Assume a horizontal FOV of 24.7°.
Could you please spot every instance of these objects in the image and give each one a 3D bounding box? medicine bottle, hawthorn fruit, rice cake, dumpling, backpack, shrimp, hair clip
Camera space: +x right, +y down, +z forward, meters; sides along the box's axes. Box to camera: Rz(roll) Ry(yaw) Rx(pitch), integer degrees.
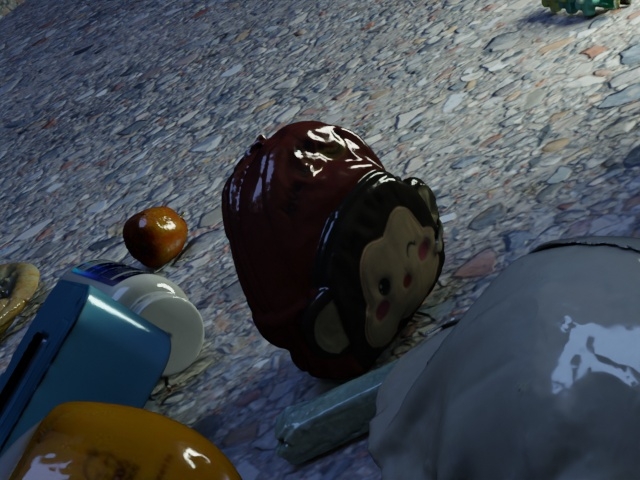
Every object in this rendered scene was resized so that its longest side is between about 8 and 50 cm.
[{"bbox_3d":[-0.194,0.081,1.475,0.107,0.107,0.191,-37,24,-22],"label":"medicine bottle"},{"bbox_3d":[-0.195,-0.005,1.728,0.077,0.077,0.077,-24,22,10],"label":"hawthorn fruit"},{"bbox_3d":[0.074,0.114,1.171,0.245,0.042,0.045,-25,19,7],"label":"rice cake"},{"bbox_3d":[0.157,0.117,0.898,0.341,0.181,0.260,16,54,31],"label":"dumpling"},{"bbox_3d":[0.002,-0.001,1.277,0.139,0.229,0.229,-13,25,41],"label":"backpack"},{"bbox_3d":[-0.421,0.095,1.790,0.145,0.059,0.254,-11,20,14],"label":"shrimp"},{"bbox_3d":[0.320,-0.308,1.828,0.049,0.049,0.173,-35,24,-18],"label":"hair clip"}]

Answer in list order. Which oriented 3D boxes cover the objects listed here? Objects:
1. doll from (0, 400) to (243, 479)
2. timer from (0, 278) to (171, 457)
[{"bbox_3d":[-0.146,0.235,1.008,0.213,0.236,0.213,5,51,-6],"label":"doll"},{"bbox_3d":[-0.251,0.154,1.334,0.231,0.091,0.250,-61,19,-7],"label":"timer"}]
